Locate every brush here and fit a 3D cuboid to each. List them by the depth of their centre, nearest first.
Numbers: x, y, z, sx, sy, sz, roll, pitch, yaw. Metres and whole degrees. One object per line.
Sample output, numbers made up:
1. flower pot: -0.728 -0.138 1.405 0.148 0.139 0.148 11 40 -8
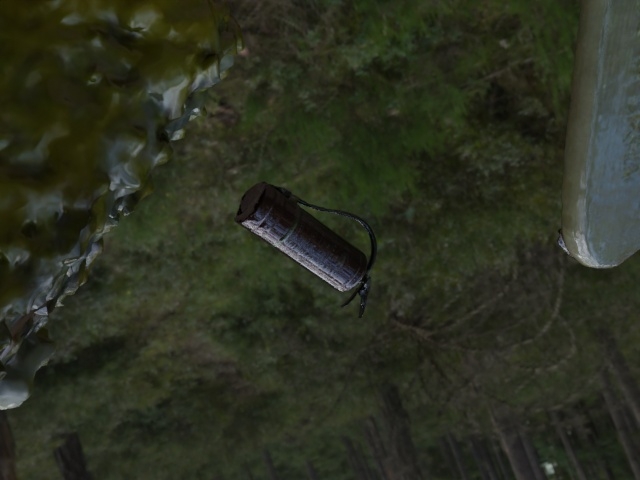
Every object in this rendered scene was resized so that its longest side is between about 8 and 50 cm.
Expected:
1. brush: 0.103 -0.139 0.248 0.085 0.336 0.020 -16 -150 -21

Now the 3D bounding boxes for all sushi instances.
1. sushi: -0.247 -0.053 0.609 0.396 0.240 0.351 -57 -171 -10

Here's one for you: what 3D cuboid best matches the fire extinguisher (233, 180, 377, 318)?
1. fire extinguisher: 0.000 0.000 0.738 0.078 0.157 0.045 -59 -151 -8
